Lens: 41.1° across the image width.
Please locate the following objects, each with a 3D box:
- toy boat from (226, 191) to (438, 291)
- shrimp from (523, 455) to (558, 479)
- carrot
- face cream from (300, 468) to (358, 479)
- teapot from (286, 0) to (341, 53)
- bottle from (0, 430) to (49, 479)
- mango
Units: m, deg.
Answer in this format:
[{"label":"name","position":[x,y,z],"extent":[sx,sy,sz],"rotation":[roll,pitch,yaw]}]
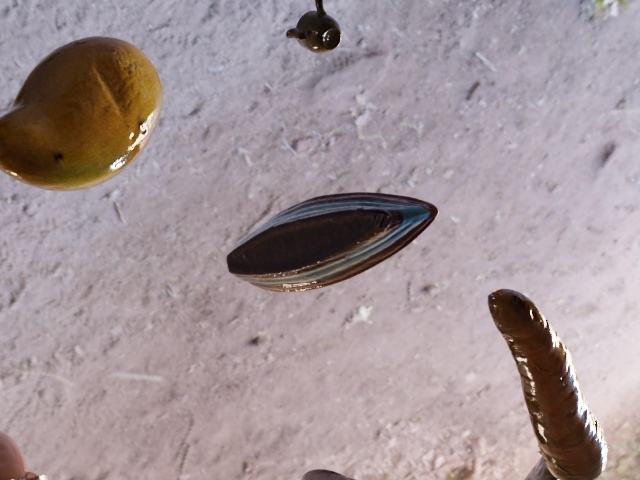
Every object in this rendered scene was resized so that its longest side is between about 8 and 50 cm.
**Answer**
[{"label":"toy boat","position":[0.000,0.000,1.251],"extent":[0.079,0.136,0.392],"rotation":[-6,173,-43]},{"label":"shrimp","position":[0.260,0.460,1.217],"extent":[0.364,0.071,0.233],"rotation":[-63,166,6]},{"label":"carrot","position":[0.151,0.098,0.559],"extent":[0.047,0.047,0.191],"rotation":[-35,127,-8]},{"label":"face cream","position":[0.003,0.358,0.875],"extent":[0.073,0.107,0.269],"rotation":[-62,-175,31]},{"label":"teapot","position":[-0.008,-0.367,1.421],"extent":[0.085,0.080,0.110],"rotation":[-12,122,-31]},{"label":"bottle","position":[-0.408,0.271,0.772],"extent":[0.297,0.173,0.206],"rotation":[-6,170,-37]},{"label":"mango","position":[-0.282,-0.142,0.992],"extent":[0.109,0.157,0.262],"rotation":[-32,-165,46]}]
